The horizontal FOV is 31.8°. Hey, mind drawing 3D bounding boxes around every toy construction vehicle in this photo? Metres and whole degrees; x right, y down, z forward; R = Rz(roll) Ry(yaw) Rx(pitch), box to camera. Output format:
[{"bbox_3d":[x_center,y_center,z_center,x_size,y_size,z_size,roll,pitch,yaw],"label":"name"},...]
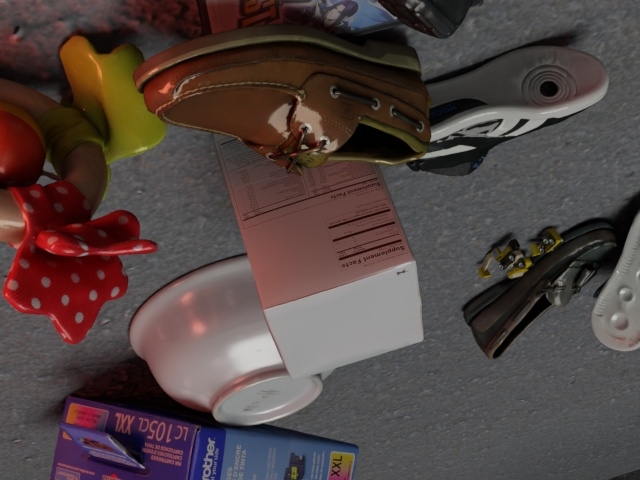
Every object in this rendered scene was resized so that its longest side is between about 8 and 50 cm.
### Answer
[{"bbox_3d":[0.267,0.017,1.508,0.086,0.035,0.098,-12,156,-34],"label":"toy construction vehicle"}]

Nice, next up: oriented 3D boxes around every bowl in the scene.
[{"bbox_3d":[-0.082,0.144,1.419,0.298,0.134,0.298,-14,151,-8],"label":"bowl"}]

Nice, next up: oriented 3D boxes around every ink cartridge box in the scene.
[{"bbox_3d":[-0.176,0.312,1.529,0.270,0.151,0.396,4,171,40],"label":"ink cartridge box"}]

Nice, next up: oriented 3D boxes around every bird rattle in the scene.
[{"bbox_3d":[-0.233,-0.048,0.895,0.207,0.253,0.143,20,138,-16],"label":"bird rattle"}]

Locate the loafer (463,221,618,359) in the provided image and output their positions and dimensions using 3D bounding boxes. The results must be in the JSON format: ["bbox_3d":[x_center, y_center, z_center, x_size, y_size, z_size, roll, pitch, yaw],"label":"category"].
[{"bbox_3d":[0.318,0.076,1.580,0.096,0.084,0.267,10,141,-41],"label":"loafer"}]

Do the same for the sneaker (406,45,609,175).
[{"bbox_3d":[0.184,-0.128,1.160,0.217,0.079,0.121,-12,156,6],"label":"sneaker"}]

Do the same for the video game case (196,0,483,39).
[{"bbox_3d":[0.017,-0.252,0.872,0.248,0.035,0.275,-15,152,-6],"label":"video game case"}]

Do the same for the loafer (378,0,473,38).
[{"bbox_3d":[0.047,-0.231,0.828,0.223,0.076,0.078,31,90,-48],"label":"loafer"}]

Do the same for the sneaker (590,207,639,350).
[{"bbox_3d":[0.510,0.005,1.566,0.236,0.130,0.322,-19,143,-54],"label":"sneaker"}]

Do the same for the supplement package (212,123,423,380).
[{"bbox_3d":[0.000,0.000,1.135,0.149,0.203,0.194,-18,151,-2],"label":"supplement package"}]

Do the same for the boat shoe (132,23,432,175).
[{"bbox_3d":[-0.012,-0.113,0.961,0.307,0.104,0.111,-7,168,-40],"label":"boat shoe"}]
